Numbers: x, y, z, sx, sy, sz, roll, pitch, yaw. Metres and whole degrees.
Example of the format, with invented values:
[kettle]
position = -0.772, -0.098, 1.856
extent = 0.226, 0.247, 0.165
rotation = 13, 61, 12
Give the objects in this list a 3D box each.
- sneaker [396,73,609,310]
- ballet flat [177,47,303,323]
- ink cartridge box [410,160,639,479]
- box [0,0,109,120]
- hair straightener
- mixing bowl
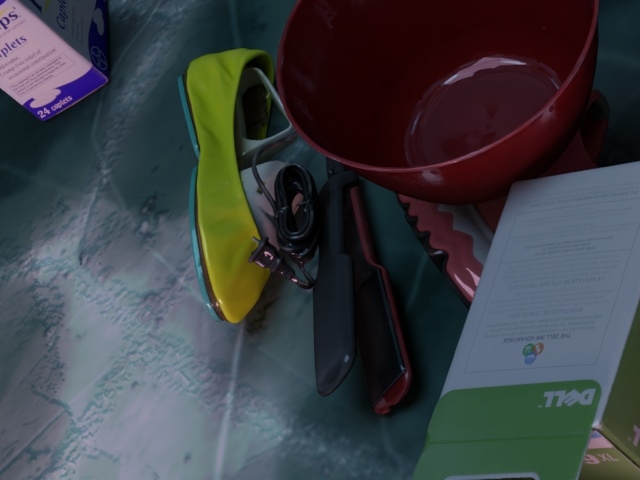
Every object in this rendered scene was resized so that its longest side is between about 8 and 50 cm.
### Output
[sneaker]
position = 0.102, -0.061, 1.162
extent = 0.136, 0.116, 0.314
rotation = -34, 50, 4
[ballet flat]
position = -0.050, -0.048, 1.299
extent = 0.077, 0.077, 0.231
rotation = -18, 47, 10
[ink cartridge box]
position = 0.122, 0.065, 0.940
extent = 0.109, 0.062, 0.209
rotation = -8, 51, 45
[box]
position = -0.235, -0.188, 1.510
extent = 0.072, 0.137, 0.126
rotation = -28, 46, 23
[hair straightener]
position = 0.000, 0.000, 1.200
extent = 0.047, 0.089, 0.230
rotation = -48, 36, 40
[mixing bowl]
position = 0.076, -0.087, 1.054
extent = 0.181, 0.098, 0.181
rotation = -12, 54, 18
